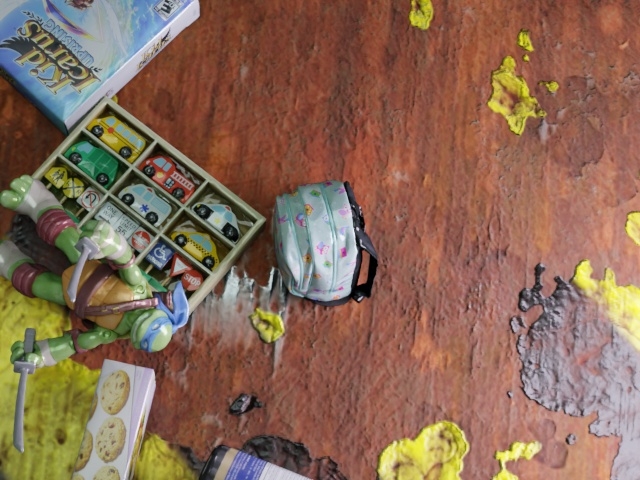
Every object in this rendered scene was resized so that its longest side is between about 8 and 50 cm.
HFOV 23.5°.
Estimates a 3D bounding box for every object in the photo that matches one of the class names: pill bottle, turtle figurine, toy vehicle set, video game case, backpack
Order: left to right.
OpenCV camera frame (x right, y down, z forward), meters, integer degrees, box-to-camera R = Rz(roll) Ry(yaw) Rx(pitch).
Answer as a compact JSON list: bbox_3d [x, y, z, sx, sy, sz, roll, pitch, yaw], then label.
[{"bbox_3d":[-0.316,0.049,1.800,0.275,0.198,0.266,-30,52,-34],"label":"turtle figurine"},{"bbox_3d":[-0.338,-0.311,2.009,0.269,0.061,0.244,42,77,10],"label":"video game case"},{"bbox_3d":[-0.223,-0.041,1.944,0.267,0.035,0.166,37,76,9],"label":"toy vehicle set"},{"bbox_3d":[-0.042,0.332,1.794,0.219,0.123,0.123,22,74,4],"label":"pill bottle"},{"bbox_3d":[0.000,0.000,1.864,0.115,0.182,0.152,-17,75,-7],"label":"backpack"}]

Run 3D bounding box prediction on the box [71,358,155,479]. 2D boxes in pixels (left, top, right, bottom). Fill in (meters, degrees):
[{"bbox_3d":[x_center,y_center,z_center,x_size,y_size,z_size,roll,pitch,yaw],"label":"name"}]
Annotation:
[{"bbox_3d":[-0.261,0.300,1.805,0.067,0.063,0.324,12,66,3],"label":"box"}]
